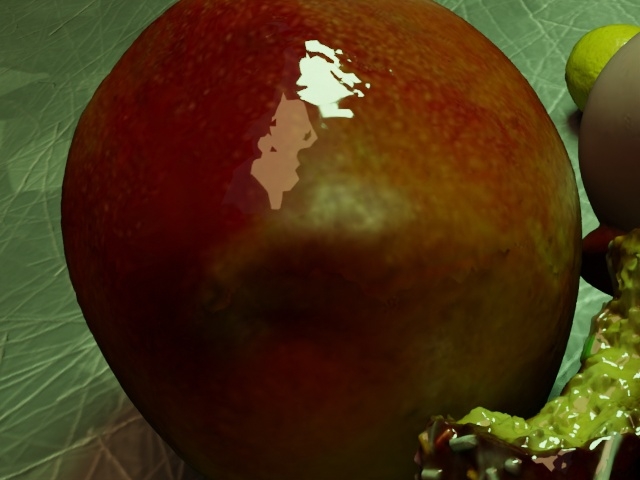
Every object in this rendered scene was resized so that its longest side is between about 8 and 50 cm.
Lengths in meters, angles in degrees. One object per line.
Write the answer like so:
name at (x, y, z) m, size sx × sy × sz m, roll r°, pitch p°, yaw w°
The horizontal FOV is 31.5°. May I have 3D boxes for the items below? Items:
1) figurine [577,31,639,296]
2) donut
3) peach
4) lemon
figurine at (0.231, -0.056, 0.637) m, size 0.173 × 0.173 × 0.173 m, roll -10°, pitch 37°, yaw 7°
donut at (0.162, 0.112, 0.505) m, size 0.230 × 0.216 × 0.096 m, roll -29°, pitch 8°, yaw -23°
peach at (0.000, 0.000, 0.631) m, size 0.308 × 0.308 × 0.332 m, roll -6°, pitch 9°, yaw 12°
lemon at (0.245, -0.128, 0.901) m, size 0.082 × 0.082 × 0.111 m, roll -31°, pitch 44°, yaw -20°
